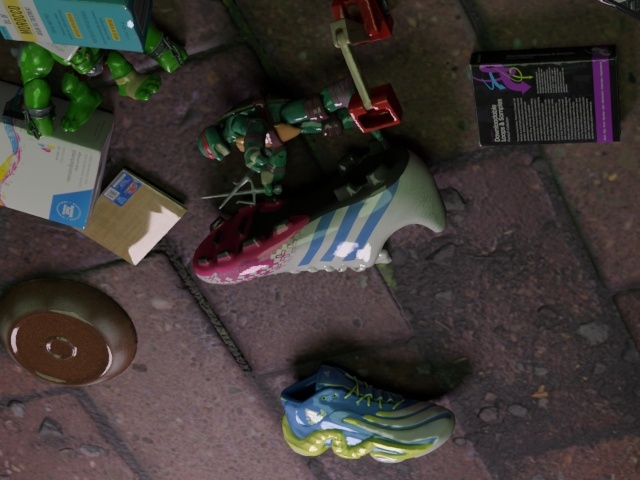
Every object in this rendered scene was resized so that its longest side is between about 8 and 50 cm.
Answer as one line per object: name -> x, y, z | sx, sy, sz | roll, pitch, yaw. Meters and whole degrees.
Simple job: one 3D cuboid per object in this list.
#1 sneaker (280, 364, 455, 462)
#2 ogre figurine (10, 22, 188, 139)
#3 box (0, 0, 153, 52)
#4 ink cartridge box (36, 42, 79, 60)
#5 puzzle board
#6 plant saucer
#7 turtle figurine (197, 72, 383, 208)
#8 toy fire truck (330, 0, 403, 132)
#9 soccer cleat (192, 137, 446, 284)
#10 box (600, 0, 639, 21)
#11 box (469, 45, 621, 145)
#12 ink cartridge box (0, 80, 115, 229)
sneaker -> 0.053, 0.227, 2.210 | 0.240, 0.091, 0.126 | -8, 129, 18
ogre figurine -> -0.264, -0.201, 1.882 | 0.197, 0.097, 0.118 | -16, 126, 21
box -> -0.293, -0.241, 1.621 | 0.244, 0.060, 0.100 | 6, 160, 7
ink cartridge box -> -0.259, -0.345, 1.704 | 0.171, 0.168, 0.232 | 30, 129, -14
puzzle board -> -0.239, -0.030, 2.090 | 0.096, 0.011, 0.128 | 33, 128, -17
plant saucer -> -0.347, 0.134, 2.241 | 0.199, 0.036, 0.198 | 5, 131, 6
turtle figurine -> -0.053, -0.116, 1.894 | 0.234, 0.175, 0.118 | -19, 87, 12
toy fire truck -> 0.035, -0.226, 1.776 | 0.047, 0.135, 0.192 | -14, 128, 22
soccer cleat -> 0.000, 0.000, 1.999 | 0.331, 0.116, 0.143 | -24, 123, 28
box -> 0.432, -0.326, 1.650 | 0.242, 0.076, 0.307 | 24, 131, -11
box -> 0.252, -0.161, 1.866 | 0.162, 0.029, 0.116 | -2, 130, 11
ink cartridge box -> -0.374, -0.113, 1.995 | 0.231, 0.078, 0.134 | 16, 132, -3
